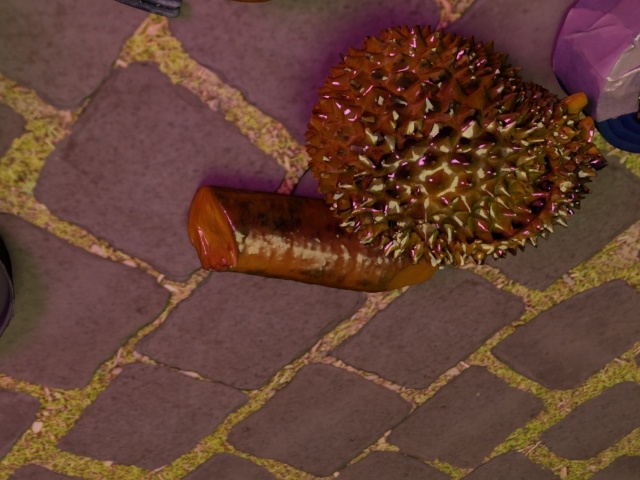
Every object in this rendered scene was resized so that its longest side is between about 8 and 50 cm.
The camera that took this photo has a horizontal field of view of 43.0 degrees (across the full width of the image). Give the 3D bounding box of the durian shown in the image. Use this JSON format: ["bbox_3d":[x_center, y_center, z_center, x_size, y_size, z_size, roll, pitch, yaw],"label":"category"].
[{"bbox_3d":[0.128,-0.084,0.843,0.292,0.258,0.258,12,127,-17],"label":"durian"}]

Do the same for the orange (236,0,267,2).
[{"bbox_3d":[-0.058,-0.281,0.685,0.156,0.124,0.156,-21,149,-13],"label":"orange"}]

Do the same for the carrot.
[{"bbox_3d":[0.000,0.000,0.965,0.301,0.114,0.114,6,129,-21],"label":"carrot"}]

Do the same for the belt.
[{"bbox_3d":[0.442,-0.223,0.896,0.346,0.117,0.212,-16,135,-4],"label":"belt"}]

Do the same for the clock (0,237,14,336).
[{"bbox_3d":[-0.482,0.047,0.892,0.280,0.055,0.281,-9,133,-9],"label":"clock"}]

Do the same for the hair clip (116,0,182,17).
[{"bbox_3d":[-0.238,-0.267,0.700,0.083,0.048,0.275,-48,133,12],"label":"hair clip"}]
